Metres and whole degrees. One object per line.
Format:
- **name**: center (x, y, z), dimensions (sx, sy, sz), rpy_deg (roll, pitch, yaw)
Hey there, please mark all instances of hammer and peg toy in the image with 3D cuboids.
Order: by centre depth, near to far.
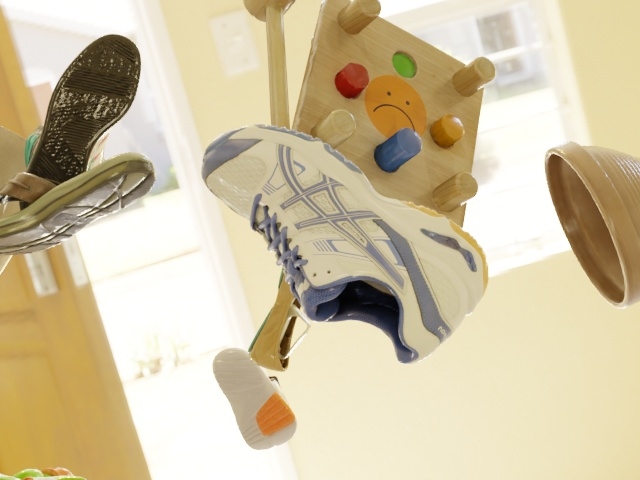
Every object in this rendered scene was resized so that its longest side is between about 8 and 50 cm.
- **hammer and peg toy**: center (0.042, -0.174, 1.552), dimensions (0.361, 0.266, 0.127), rpy_deg (24, -31, -22)

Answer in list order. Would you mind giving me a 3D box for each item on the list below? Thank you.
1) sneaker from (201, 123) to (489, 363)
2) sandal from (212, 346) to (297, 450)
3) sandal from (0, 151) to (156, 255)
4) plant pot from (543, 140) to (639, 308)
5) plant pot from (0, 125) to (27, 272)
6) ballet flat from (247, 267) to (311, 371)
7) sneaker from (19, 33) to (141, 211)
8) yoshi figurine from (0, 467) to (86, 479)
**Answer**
- **sneaker**: center (0.000, 0.000, 1.121), dimensions (0.296, 0.112, 0.131), rpy_deg (27, 58, 19)
- **sandal**: center (-0.114, 0.258, 2.151), dimensions (0.102, 0.265, 0.076), rpy_deg (-19, 39, 3)
- **sandal**: center (-0.351, -0.054, 1.610), dimensions (0.302, 0.086, 0.120), rpy_deg (-24, -15, 13)
- **plant pot**: center (0.400, -0.036, 1.665), dimensions (0.109, 0.237, 0.237), rpy_deg (-23, 9, -2)
- **plant pot**: center (-0.581, -0.019, 1.950), dimensions (0.256, 0.274, 0.256), rpy_deg (9, -24, 4)
- **ballet flat**: center (-0.036, 0.096, 1.903), dimensions (0.073, 0.232, 0.080), rpy_deg (28, 18, 18)
- **sneaker**: center (-0.347, -0.165, 1.808), dimensions (0.123, 0.296, 0.178), rpy_deg (26, 6, -15)
- **yoshi figurine**: center (-0.481, 0.430, 1.841), dimensions (0.203, 0.203, 0.362), rpy_deg (11, -9, 14)
